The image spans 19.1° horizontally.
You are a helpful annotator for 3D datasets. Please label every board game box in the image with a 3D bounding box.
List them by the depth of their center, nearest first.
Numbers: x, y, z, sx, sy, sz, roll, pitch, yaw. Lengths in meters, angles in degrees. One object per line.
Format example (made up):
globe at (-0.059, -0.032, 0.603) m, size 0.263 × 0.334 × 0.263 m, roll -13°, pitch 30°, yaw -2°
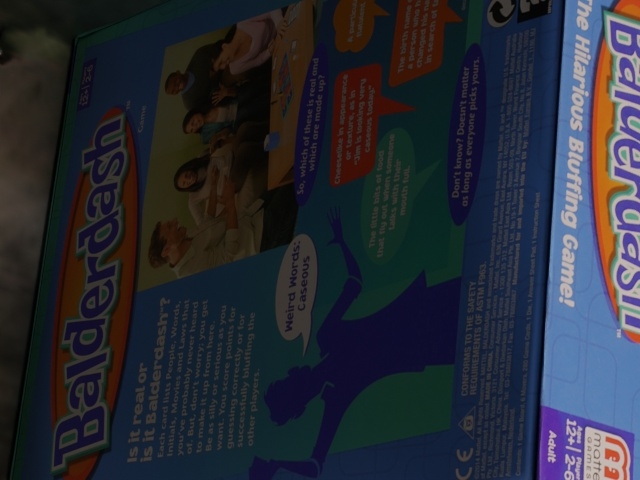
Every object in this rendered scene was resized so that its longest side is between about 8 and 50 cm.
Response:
board game box at (0.000, 0.000, 0.498) m, size 0.047 × 0.210 × 0.160 m, roll 19°, pitch 69°, yaw -37°
